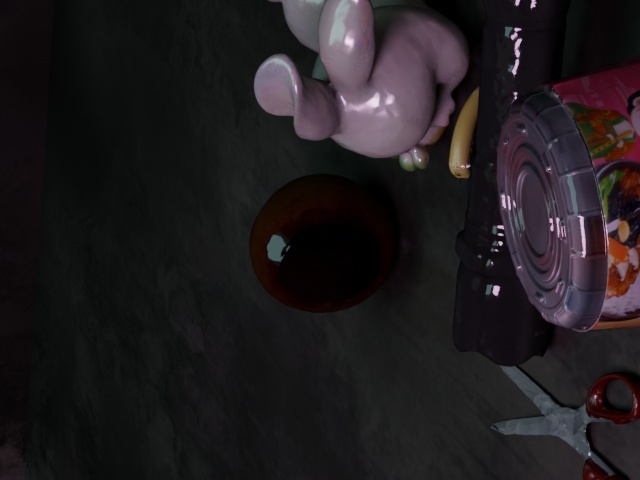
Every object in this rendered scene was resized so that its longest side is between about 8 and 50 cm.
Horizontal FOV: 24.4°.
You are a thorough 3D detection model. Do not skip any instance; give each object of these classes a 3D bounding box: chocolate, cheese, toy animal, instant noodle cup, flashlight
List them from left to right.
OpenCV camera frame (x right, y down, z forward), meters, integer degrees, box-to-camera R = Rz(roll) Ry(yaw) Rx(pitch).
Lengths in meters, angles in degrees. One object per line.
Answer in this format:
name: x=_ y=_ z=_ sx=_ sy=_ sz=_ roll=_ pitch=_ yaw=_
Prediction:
chocolate: x=0.000 y=0.000 z=1.692 sx=0.177 sy=0.177 sz=0.176 roll=16 pitch=108 yaw=62
toy animal: x=0.048 y=-0.198 z=1.492 sx=0.183 sy=0.247 sz=0.310 roll=-34 pitch=36 yaw=29
cheese: x=0.171 y=-0.135 z=1.431 sx=0.036 sy=0.086 sz=0.162 roll=8 pitch=87 yaw=56
flashlight: x=0.181 y=-0.086 z=1.348 sx=0.103 sy=0.103 sz=0.423 roll=41 pitch=135 yaw=55
instant noodle cup: x=0.240 y=-0.035 z=1.108 sx=0.302 sy=0.182 sz=0.258 roll=-111 pitch=14 yaw=-46

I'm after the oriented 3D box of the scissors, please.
scissors: x=0.230 y=0.175 z=1.416 sx=0.248 sy=0.017 sz=0.144 roll=-160 pitch=69 yaw=-63
